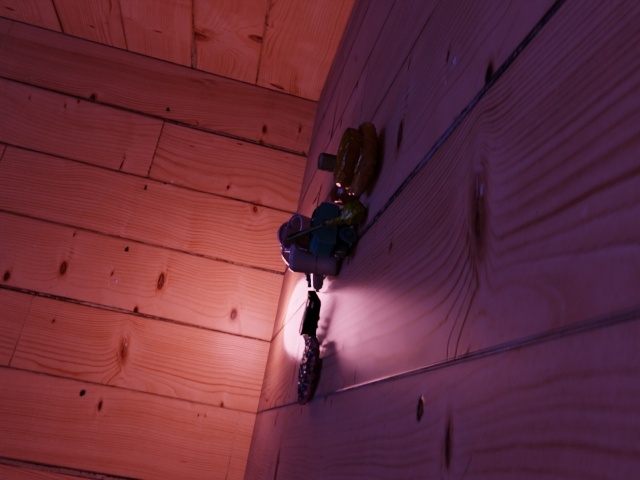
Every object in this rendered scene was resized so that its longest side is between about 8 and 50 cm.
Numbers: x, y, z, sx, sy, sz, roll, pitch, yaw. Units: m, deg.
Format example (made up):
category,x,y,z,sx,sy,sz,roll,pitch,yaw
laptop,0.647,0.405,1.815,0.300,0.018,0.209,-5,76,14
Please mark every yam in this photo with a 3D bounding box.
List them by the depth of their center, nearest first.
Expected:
category,x,y,z,sx,sy,sz,roll,pitch,yaw
yam,0.076,-0.258,1.914,0.068,0.169,0.068,-171,90,-73

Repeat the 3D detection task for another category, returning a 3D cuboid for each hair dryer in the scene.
category,x,y,z,sx,sy,sz,roll,pitch,yaw
hair dryer,-0.025,0.128,2.090,0.357,0.173,0.107,91,-174,-61

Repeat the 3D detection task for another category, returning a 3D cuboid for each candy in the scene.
category,x,y,z,sx,sy,sz,roll,pitch,yaw
candy,0.021,-0.051,1.734,0.077,0.262,0.073,76,172,-64

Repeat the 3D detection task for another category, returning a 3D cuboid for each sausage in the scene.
category,x,y,z,sx,sy,sz,roll,pitch,yaw
sausage,0.083,-0.162,1.972,0.179,0.089,0.089,165,118,-81

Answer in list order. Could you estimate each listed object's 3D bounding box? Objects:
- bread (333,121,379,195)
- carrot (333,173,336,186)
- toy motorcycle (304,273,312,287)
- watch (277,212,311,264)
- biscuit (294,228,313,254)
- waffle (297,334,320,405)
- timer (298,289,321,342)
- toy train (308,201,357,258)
category,x,y,z,sx,sy,sz,roll,pitch,yaw
bread,0.117,-0.260,1.775,0.198,0.120,0.236,110,170,-51
carrot,0.076,-0.261,2.350,0.049,0.049,0.254,114,162,-53
toy motorcycle,-0.013,0.088,2.281,0.122,0.080,0.215,-135,64,-78
watch,-0.093,0.003,2.755,0.231,0.196,0.244,-13,63,57
biscuit,0.000,0.001,1.949,0.188,0.188,0.027,-92,-2,-62
waffle,-0.041,0.453,1.963,0.221,0.055,0.234,-88,9,-48
timer,-0.043,0.297,2.142,0.144,0.055,0.187,-131,50,-71
toy train,0.041,-0.032,1.820,0.107,0.154,0.198,109,169,-52
